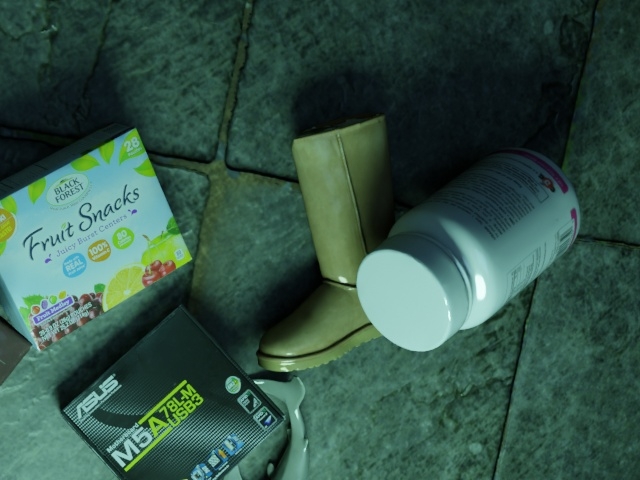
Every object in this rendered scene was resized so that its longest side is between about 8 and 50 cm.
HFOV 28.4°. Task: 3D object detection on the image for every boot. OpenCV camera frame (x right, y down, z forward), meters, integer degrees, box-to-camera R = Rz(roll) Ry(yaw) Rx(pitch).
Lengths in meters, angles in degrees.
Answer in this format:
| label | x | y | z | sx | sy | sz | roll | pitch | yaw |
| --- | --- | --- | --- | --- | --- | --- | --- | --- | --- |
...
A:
| label | x | y | z | sx | sy | sz | roll | pitch | yaw |
| --- | --- | --- | --- | --- | --- | --- | --- | --- | --- |
| boot | 0.000 | 0.000 | 1.541 | 0.236 | 0.089 | 0.269 | -21 | 109 | -35 |

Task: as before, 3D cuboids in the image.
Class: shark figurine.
| label | x | y | z | sx | sy | sz | roll | pitch | yaw |
| --- | --- | --- | --- | --- | --- | --- | --- | --- | --- |
| shark figurine | -0.047 | 0.306 | 1.553 | 0.166 | 0.116 | 0.278 | 26 | 89 | -29 |

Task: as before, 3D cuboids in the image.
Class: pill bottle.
| label | x | y | z | sx | sy | sz | roll | pitch | yaw |
| --- | --- | --- | --- | --- | --- | --- | --- | --- | --- |
| pill bottle | 0.180 | 0.009 | 1.539 | 0.283 | 0.160 | 0.160 | -34 | 114 | -41 |

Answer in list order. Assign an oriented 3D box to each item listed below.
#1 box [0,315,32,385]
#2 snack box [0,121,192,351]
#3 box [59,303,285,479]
| label | x | y | z | sx | sy | sz | roll | pitch | yaw |
| --- | --- | --- | --- | --- | --- | --- | --- | --- | --- |
| box | -0.438 | 0.122 | 1.292 | 0.168 | 0.167 | 0.203 | 43 | 79 | -26 |
| snack box | -0.269 | -0.007 | 1.394 | 0.207 | 0.070 | 0.174 | -32 | 116 | -26 |
| box | -0.170 | 0.203 | 1.467 | 0.191 | 0.045 | 0.184 | -41 | 87 | -14 |
